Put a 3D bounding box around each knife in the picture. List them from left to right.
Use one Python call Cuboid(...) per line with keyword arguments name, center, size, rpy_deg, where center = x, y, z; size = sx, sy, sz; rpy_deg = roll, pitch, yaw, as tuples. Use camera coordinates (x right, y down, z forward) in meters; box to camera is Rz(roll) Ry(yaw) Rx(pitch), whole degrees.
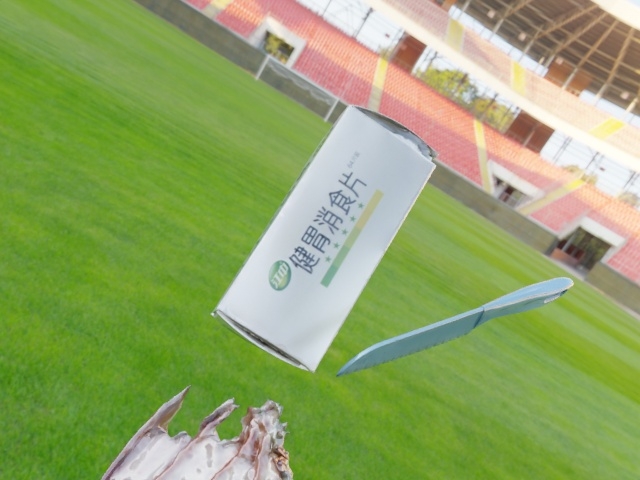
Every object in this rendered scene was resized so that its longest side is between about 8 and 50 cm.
Cuboid(name="knife", center=(0.146, 0.080, 0.534), size=(0.313, 0.044, 0.019), rpy_deg=(-11, 46, -31))

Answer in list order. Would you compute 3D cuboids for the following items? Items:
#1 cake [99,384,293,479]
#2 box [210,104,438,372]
Cuboid(name="cake", center=(-0.108, 0.208, 0.280), size=(0.098, 0.287, 0.135), rpy_deg=(21, -15, 29))
Cuboid(name="box", center=(0.001, -0.002, 0.734), size=(0.145, 0.333, 0.173), rpy_deg=(34, -14, -8))
